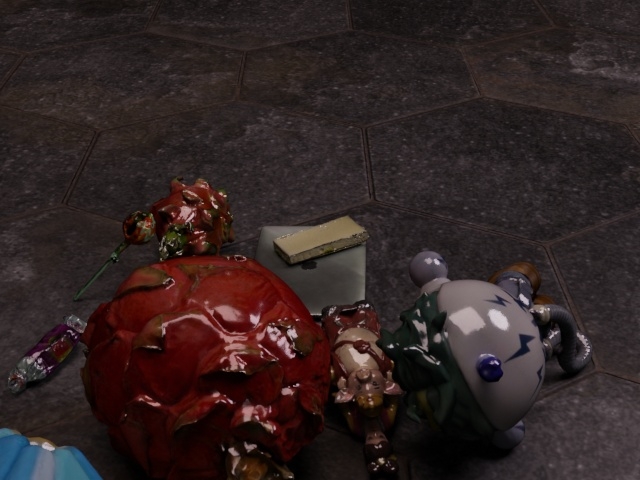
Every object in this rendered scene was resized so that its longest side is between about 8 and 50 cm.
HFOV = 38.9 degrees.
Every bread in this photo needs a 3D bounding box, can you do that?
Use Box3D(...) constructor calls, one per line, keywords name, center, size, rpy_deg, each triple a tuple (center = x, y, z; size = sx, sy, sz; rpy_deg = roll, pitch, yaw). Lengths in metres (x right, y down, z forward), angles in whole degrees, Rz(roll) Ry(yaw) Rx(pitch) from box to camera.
Box3D(name="bread", center=(0.000, 0.000, 1.511), size=(0.153, 0.028, 0.068), rpy_deg=(-18, 34, -23))

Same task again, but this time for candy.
Box3D(name="candy", center=(-0.380, 0.156, 1.279), size=(0.043, 0.045, 0.175), rpy_deg=(-22, 19, 34))
Box3D(name="candy", center=(-0.321, 0.028, 1.404), size=(0.185, 0.049, 0.055), rpy_deg=(-47, 28, 9))

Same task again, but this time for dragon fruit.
Box3D(name="dragon fruit", center=(-0.133, 0.153, 1.069), size=(0.277, 0.278, 0.342), rpy_deg=(-19, 41, -28))
Box3D(name="dragon fruit", center=(-0.215, -0.011, 1.463), size=(0.135, 0.137, 0.236), rpy_deg=(1, 34, 7))

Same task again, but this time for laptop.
Box3D(name="laptop", center=(-0.019, 0.046, 1.478), size=(0.187, 0.015, 0.269), rpy_deg=(1, 31, 3))

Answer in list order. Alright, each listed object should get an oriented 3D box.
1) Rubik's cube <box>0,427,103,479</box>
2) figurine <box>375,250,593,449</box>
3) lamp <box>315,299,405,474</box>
Box3D(name="Rubik's cube", center=(-0.261, 0.373, 0.554), size=(0.352, 0.347, 0.352), rpy_deg=(-20, 29, 4))
Box3D(name="figurine", center=(0.201, 0.125, 1.151), size=(0.261, 0.186, 0.382), rpy_deg=(50, 25, 7))
Box3D(name="lamp", center=(0.053, 0.181, 1.168), size=(0.118, 0.118, 0.253), rpy_deg=(-2, 30, -3))
